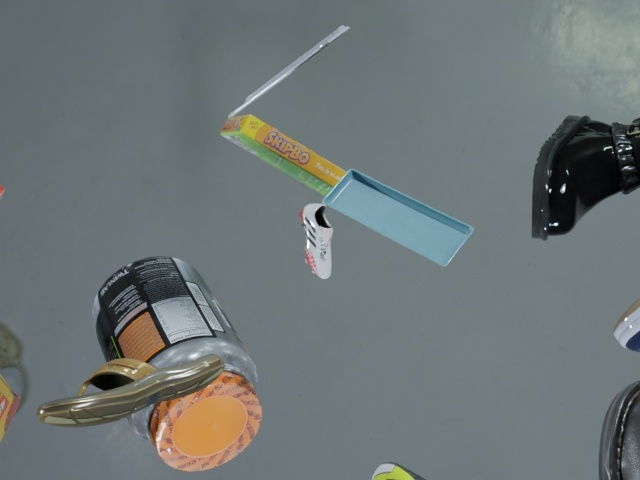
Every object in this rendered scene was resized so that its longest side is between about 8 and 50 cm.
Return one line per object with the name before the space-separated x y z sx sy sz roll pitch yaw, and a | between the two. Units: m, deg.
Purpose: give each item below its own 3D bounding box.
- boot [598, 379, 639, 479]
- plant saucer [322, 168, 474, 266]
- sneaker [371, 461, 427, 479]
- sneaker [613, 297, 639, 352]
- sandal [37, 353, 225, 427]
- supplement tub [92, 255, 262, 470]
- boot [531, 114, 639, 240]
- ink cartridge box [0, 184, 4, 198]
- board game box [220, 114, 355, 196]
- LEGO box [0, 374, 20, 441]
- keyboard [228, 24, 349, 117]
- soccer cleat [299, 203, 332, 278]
boot | 0.246 0.145 0.349 0.091 0.229 0.263 2 57 -23
plant saucer | 0.096 -0.029 1.046 0.192 0.018 0.067 28 65 28
sneaker | 0.067 0.341 0.898 0.111 0.300 0.121 28 51 3
sneaker | 0.432 0.087 0.771 0.282 0.099 0.153 -17 61 -6
sandal | -0.177 0.133 0.774 0.180 0.072 0.049 -15 69 -29
supplement tub | -0.213 0.176 1.222 0.193 0.194 0.316 -34 40 -5
boot | 0.499 -0.110 1.344 0.260 0.131 0.348 9 40 29
ink cartridge box | -0.527 -0.044 1.256 0.063 0.029 0.115 37 105 35
board game box | -0.011 -0.096 1.154 0.259 0.124 0.039 32 85 -20
LEGO box | -0.626 0.375 1.113 0.193 0.372 0.500 21 65 -3
keyboard | -0.055 -0.266 1.320 0.014 0.256 0.072 49 45 -14
soccer cleat | 0.000 0.000 0.893 0.029 0.035 0.083 -7 84 -42
